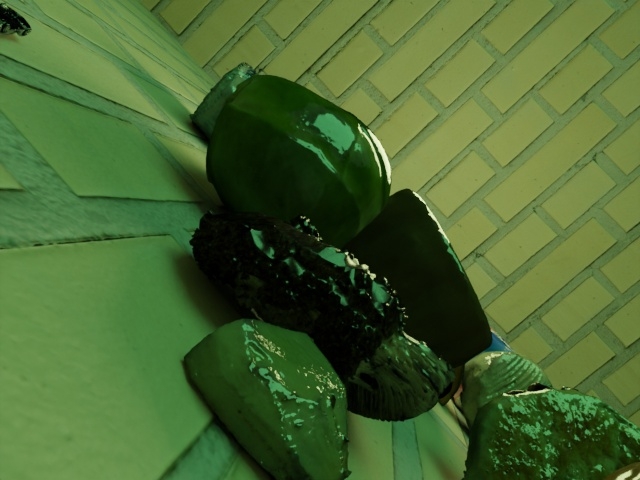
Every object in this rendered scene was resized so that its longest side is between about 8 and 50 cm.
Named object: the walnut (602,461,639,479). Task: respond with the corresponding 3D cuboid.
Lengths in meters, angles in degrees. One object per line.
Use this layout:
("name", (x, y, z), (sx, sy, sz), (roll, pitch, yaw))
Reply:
("walnut", (0.368, 0.366, 0.475), (0.333, 0.333, 0.333), (46, 7, -8))

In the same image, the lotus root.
("lotus root", (-0.020, 0.135, 0.424), (0.144, 0.070, 0.143), (51, 9, 27))

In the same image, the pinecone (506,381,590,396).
("pinecone", (0.429, 0.386, 0.959), (0.244, 0.244, 0.309), (52, -13, 32))

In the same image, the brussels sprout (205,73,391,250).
("brussels sprout", (-0.041, -0.112, 0.903), (0.314, 0.276, 0.371), (34, 1, -2))

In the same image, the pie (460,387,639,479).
("pie", (0.382, 0.371, 0.744), (0.371, 0.296, 0.078), (50, -25, 16))

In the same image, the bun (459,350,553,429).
("bun", (0.431, 0.378, 1.209), (0.239, 0.239, 0.141), (47, -18, -1))

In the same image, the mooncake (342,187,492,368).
("mooncake", (0.181, 0.092, 1.058), (0.378, 0.200, 0.378), (62, 5, -10))

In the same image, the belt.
("belt", (-0.207, -0.323, 1.270), (0.150, 0.207, 0.257), (43, 0, -14))

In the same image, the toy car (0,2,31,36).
("toy car", (-0.386, -0.266, 0.623), (0.041, 0.025, 0.093), (47, 10, -15))

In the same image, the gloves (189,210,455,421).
("gloves", (-0.004, 0.069, 0.577), (0.312, 0.135, 0.210), (46, -7, -19))

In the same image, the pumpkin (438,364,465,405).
("pumpkin", (0.281, 0.252, 1.283), (0.169, 0.148, 0.312), (31, 21, -52))

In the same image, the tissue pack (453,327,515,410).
("tissue pack", (0.439, 0.346, 1.420), (0.137, 0.209, 0.270), (49, 7, -8))
